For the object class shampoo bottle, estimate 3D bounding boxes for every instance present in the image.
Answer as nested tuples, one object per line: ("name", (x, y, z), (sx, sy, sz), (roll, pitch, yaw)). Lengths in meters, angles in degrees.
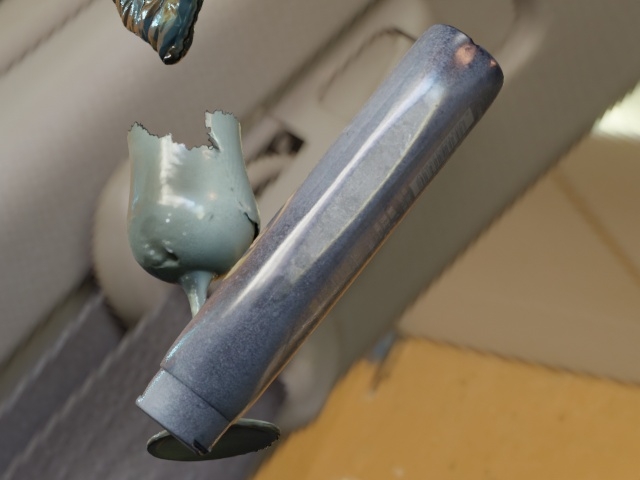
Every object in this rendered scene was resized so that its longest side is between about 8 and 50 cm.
("shampoo bottle", (0.000, 0.000, 0.892), (0.049, 0.234, 0.087), (38, -8, 2))

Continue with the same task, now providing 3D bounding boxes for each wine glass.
("wine glass", (-0.070, 0.023, 1.065), (0.079, 0.196, 0.079), (-7, -21, -3))

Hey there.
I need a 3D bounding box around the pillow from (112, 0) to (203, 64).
("pillow", (-0.137, -0.273, 1.646), (0.034, 0.189, 0.255), (14, 17, -26))
